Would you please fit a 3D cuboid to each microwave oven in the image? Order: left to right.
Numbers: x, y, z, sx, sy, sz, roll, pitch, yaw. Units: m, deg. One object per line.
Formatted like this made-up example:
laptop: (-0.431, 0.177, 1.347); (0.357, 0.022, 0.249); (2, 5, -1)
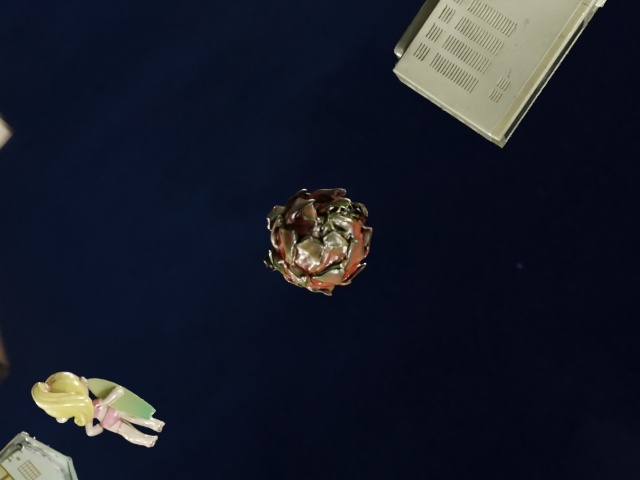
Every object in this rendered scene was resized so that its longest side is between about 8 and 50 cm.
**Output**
microwave oven: (0.221, -0.267, 1.755); (0.240, 0.194, 0.145); (-56, 171, 5)

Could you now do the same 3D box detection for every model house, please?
model house: (-0.510, 0.442, 2.186); (0.224, 0.198, 0.215); (-45, 177, 38)

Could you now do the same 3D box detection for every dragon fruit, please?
dragon fruit: (-0.002, 0.001, 2.314); (0.182, 0.182, 0.188); (-48, -159, -3)

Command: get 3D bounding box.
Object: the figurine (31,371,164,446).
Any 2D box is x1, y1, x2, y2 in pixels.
figurine: (-0.305, 0.232, 1.909); (0.083, 0.187, 0.083); (-59, -168, 21)
